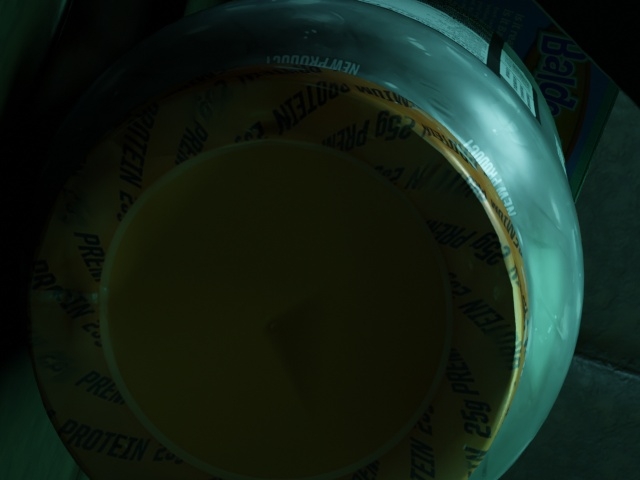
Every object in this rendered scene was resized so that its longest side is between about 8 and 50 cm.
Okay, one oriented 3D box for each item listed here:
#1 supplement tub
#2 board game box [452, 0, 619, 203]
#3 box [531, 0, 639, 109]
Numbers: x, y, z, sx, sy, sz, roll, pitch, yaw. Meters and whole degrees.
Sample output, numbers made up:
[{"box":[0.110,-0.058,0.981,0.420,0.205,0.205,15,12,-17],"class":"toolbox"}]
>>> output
[{"box":[0.000,0.000,0.731,0.316,0.193,0.194,-58,166,-78],"class":"supplement tub"},{"box":[0.054,-0.095,1.053,0.047,0.210,0.160,-68,177,-54],"class":"board game box"},{"box":[0.289,-0.298,0.973,0.297,0.480,0.472,-23,-143,42],"class":"box"}]
